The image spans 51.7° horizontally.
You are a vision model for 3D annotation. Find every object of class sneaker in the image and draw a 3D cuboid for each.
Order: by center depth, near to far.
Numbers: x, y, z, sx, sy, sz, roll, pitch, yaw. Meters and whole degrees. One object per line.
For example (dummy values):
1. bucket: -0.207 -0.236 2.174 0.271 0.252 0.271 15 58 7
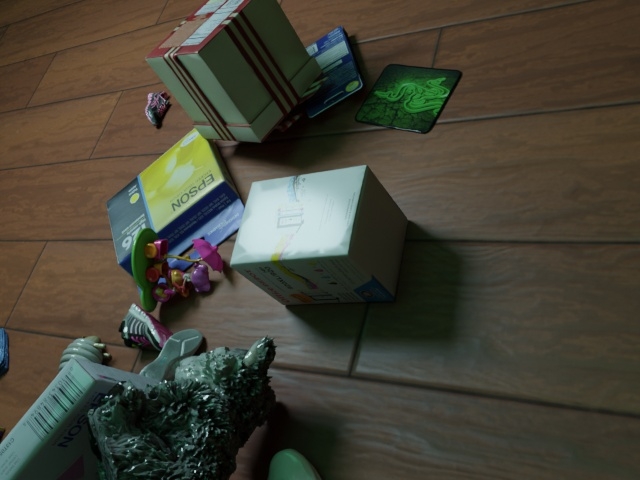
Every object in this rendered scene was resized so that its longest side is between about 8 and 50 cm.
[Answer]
1. sneaker: -0.046 0.400 0.923 0.090 0.115 0.232 -20 52 16
2. sneaker: -0.280 0.228 1.240 0.053 0.061 0.152 32 59 21
3. sneaker: -0.351 0.189 1.311 0.170 0.063 0.075 27 78 47
4. sneaker: -0.425 -0.351 1.738 0.057 0.047 0.119 -15 54 11

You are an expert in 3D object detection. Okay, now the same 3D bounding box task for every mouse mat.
1. mouse mat: 0.170 -0.286 1.311 0.189 0.007 0.153 19 73 40

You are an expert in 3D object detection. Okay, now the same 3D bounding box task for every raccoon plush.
1. raccoon plush: -0.132 0.342 0.930 0.299 0.216 0.447 -14 58 -29

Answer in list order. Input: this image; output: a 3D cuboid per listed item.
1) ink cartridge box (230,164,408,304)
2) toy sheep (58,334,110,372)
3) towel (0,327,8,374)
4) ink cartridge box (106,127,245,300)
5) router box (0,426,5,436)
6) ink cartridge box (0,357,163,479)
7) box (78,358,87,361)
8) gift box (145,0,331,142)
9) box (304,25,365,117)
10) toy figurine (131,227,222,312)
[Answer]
1. ink cartridge box: 0.000 0.000 1.122 0.232 0.171 0.168 -5 58 32
2. toy sheep: -0.487 0.249 1.347 0.091 0.091 0.132 -14 36 27
3. towel: -0.771 0.270 1.564 0.067 0.029 0.119 -37 47 9
4. ink cartridge box: -0.330 -0.069 1.466 0.303 0.072 0.307 -37 45 8
5. router box: -0.855 0.496 1.434 0.308 0.081 0.243 -3 59 33
6. ink cartridge box: -0.388 0.358 1.062 0.071 0.330 0.324 36 84 26
7. box: -0.445 0.340 1.249 0.186 0.038 0.145 39 86 22
8. gift box: -0.154 -0.364 1.389 0.276 0.258 0.255 -48 37 -18
9. box: 0.018 -0.361 1.443 0.136 0.036 0.225 -27 48 17
10. toy figurine: -0.274 0.059 1.320 0.159 0.130 0.173 0 94 12
